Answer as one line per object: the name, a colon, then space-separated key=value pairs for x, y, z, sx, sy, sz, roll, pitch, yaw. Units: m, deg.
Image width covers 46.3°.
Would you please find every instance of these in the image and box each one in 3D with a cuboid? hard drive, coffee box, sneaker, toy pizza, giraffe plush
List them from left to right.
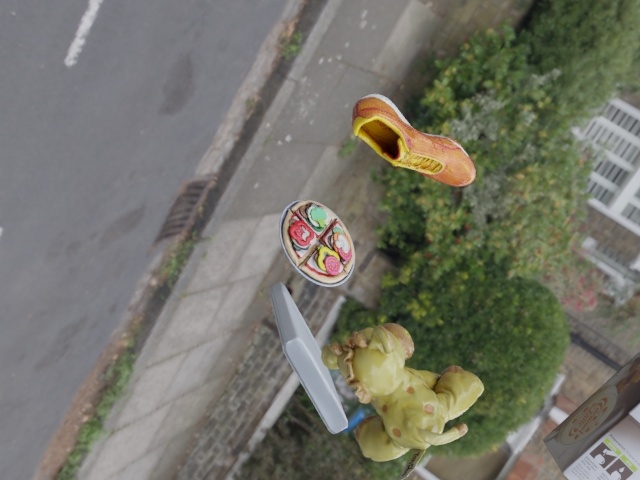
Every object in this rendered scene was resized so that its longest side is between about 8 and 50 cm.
hard drive: x=-0.030 y=0.218 z=1.464 sx=0.040 sy=0.203 sz=0.307 roll=-28 pitch=-163 yaw=0
toy pizza: x=0.000 y=0.000 z=1.572 sx=0.032 sy=0.201 sz=0.201 roll=-34 pitch=-174 yaw=43
giraffe plush: x=0.089 y=0.184 z=0.975 sx=0.181 sy=0.170 sz=0.210 roll=-33 pitch=-178 yaw=19
sneaker: x=0.107 y=-0.104 z=0.886 sx=0.064 sy=0.175 sz=0.067 roll=-47 pitch=-156 yaw=43
coffee box: x=0.424 y=0.232 z=0.977 sx=0.246 sy=0.098 sz=0.141 roll=-45 pitch=178 yaw=7
